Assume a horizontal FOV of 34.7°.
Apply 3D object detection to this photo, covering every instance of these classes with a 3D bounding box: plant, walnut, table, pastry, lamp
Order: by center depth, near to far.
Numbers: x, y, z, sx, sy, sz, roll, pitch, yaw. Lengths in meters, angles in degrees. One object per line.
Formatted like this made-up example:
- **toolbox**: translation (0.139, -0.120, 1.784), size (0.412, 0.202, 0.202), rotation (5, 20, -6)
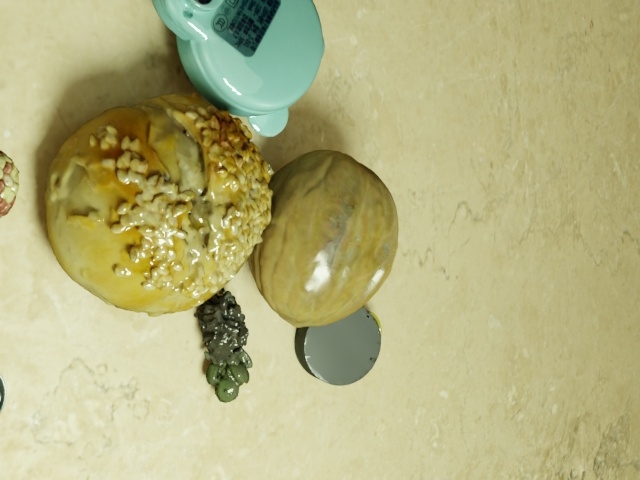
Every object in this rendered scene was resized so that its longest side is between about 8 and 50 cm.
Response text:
- **pastry**: translation (-0.180, -0.043, 1.297), size (0.315, 0.184, 0.285), rotation (-9, 103, -46)
- **lamp**: translation (-0.110, -0.287, 1.364), size (0.284, 0.147, 0.209), rotation (49, 58, -48)
- **plant**: translation (-0.134, 0.155, 1.459), size (0.085, 0.087, 0.174), rotation (-45, 135, -65)
- **walnut**: translation (0.000, 0.000, 1.482), size (0.225, 0.225, 0.261), rotation (13, 92, -47)
- **table**: translation (0.028, 0.160, 1.617), size (0.133, 0.043, 0.134), rotation (-2, 96, -22)

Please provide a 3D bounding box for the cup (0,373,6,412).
- **cup**: translation (-0.417, 0.177, 1.152), size (0.100, 0.077, 0.078), rotation (-35, 120, -39)

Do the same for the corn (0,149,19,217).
- **corn**: translation (-0.455, -0.070, 1.067), size (0.289, 0.098, 0.098), rotation (7, 91, -45)

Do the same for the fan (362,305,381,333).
- **fan**: translation (0.055, 0.120, 1.679), size (0.082, 0.039, 0.155), rotation (-27, 114, -41)
